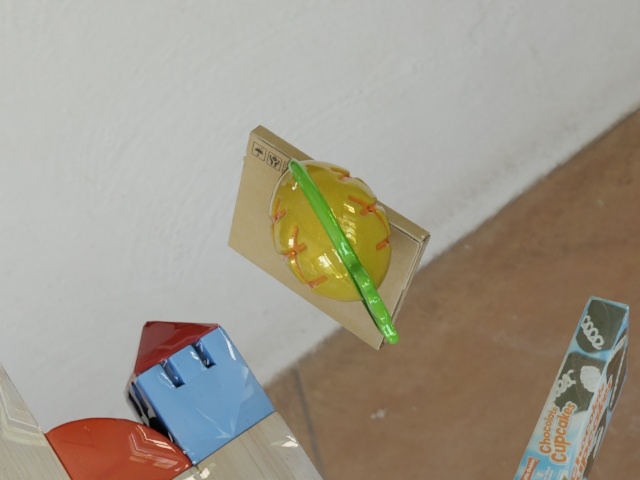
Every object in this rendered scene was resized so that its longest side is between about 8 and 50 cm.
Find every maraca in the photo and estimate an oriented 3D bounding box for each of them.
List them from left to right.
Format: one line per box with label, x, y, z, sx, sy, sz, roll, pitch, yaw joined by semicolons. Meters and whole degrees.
maraca;0.017;0.007;0.909;0.099;0.127;0.186;-31;60;1

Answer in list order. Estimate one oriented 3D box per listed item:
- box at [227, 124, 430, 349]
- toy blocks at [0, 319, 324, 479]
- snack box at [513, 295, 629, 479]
box;0.000;0.000;1.042;0.201;0.164;0.021;34;48;16
toy blocks;-0.137;0.170;0.467;0.381;0.261;0.191;-30;-8;-26
snack box;0.343;0.256;1.431;0.060;0.187;0.322;15;56;26
